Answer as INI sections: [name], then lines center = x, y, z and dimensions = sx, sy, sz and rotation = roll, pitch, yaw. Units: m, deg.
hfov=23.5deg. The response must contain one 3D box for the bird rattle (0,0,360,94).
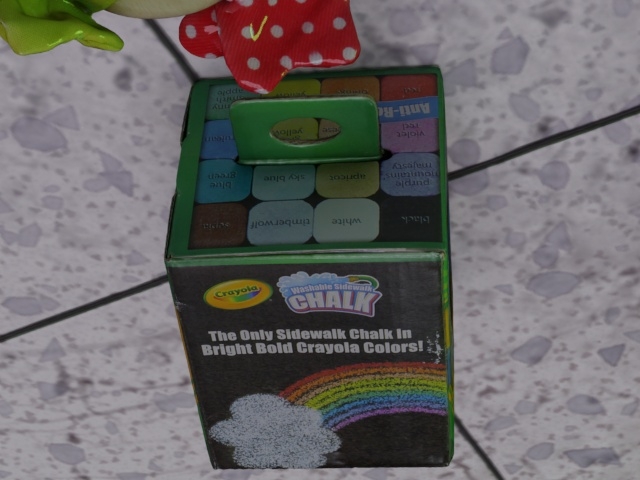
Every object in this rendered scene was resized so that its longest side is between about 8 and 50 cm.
[bird rattle]
center = -0.081, -0.182, 0.871
dimensions = 0.253, 0.143, 0.207
rotation = -2, 120, -24

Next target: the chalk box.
[chalk box]
center = 0.000, 0.000, 1.044
dimensions = 0.180, 0.179, 0.289
rotation = -1, 135, 4
